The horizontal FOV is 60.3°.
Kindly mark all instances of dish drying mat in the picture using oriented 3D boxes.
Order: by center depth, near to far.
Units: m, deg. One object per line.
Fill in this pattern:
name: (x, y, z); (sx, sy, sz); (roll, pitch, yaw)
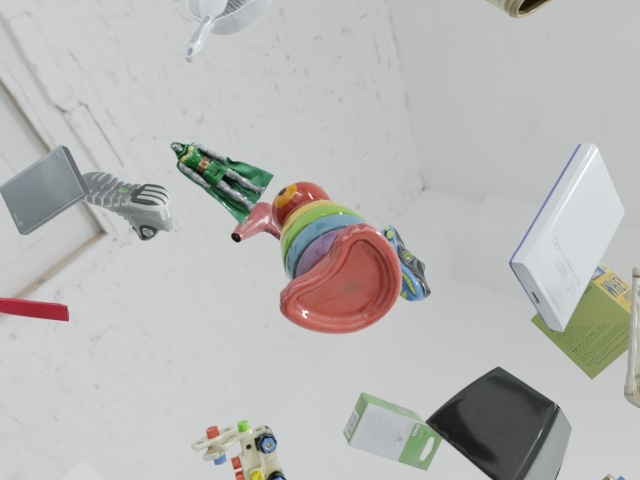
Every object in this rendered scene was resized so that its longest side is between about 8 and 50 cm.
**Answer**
dish drying mat: (-0.367, 0.088, 0.705); (0.083, 0.008, 0.032); (8, -50, -12)

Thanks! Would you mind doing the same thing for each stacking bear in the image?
stacking bear: (0.000, 0.000, 0.885); (0.164, 0.175, 0.289); (39, 12, -36)

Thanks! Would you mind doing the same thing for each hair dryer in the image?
hair dryer: (-0.138, -0.040, 1.688); (0.224, 0.293, 0.080); (56, -39, 42)

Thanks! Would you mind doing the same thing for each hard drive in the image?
hard drive: (-0.458, -0.082, 0.911); (0.094, 0.135, 0.022); (60, 9, 9)
hard drive: (0.501, -0.008, 1.101); (0.040, 0.319, 0.210); (7, -36, 53)

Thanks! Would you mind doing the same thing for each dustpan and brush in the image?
dustpan and brush: (-0.144, -0.325, 0.784); (0.147, 0.211, 0.060); (6, -20, 21)

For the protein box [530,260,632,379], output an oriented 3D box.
protein box: (0.688, 0.193, 1.381); (0.201, 0.136, 0.200); (48, -51, 26)

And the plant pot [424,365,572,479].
plant pot: (0.332, 0.341, 0.973); (0.187, 0.167, 0.188); (33, -12, 46)

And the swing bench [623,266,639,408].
swing bench: (0.694, 0.184, 0.968); (0.165, 0.253, 0.254); (35, -28, -32)

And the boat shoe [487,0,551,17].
boat shoe: (0.371, -0.403, 0.770); (0.104, 0.285, 0.089); (48, 14, -54)

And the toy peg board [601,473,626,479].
toy peg board: (0.779, 0.680, 1.400); (0.160, 0.079, 0.161); (47, -36, 34)

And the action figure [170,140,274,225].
action figure: (-0.239, -0.153, 1.241); (0.232, 0.137, 0.063); (32, -8, -2)

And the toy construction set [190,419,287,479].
toy construction set: (-0.196, 0.566, 1.325); (0.151, 0.215, 0.328); (-142, -140, -66)

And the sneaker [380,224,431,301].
sneaker: (0.171, 0.050, 1.155); (0.067, 0.078, 0.188); (-46, -128, 29)

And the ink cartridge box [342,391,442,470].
ink cartridge box: (0.169, 0.441, 1.271); (0.209, 0.109, 0.062); (23, 4, -13)

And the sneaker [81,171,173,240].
sneaker: (-0.402, -0.057, 1.128); (0.228, 0.086, 0.132); (14, -44, 20)
